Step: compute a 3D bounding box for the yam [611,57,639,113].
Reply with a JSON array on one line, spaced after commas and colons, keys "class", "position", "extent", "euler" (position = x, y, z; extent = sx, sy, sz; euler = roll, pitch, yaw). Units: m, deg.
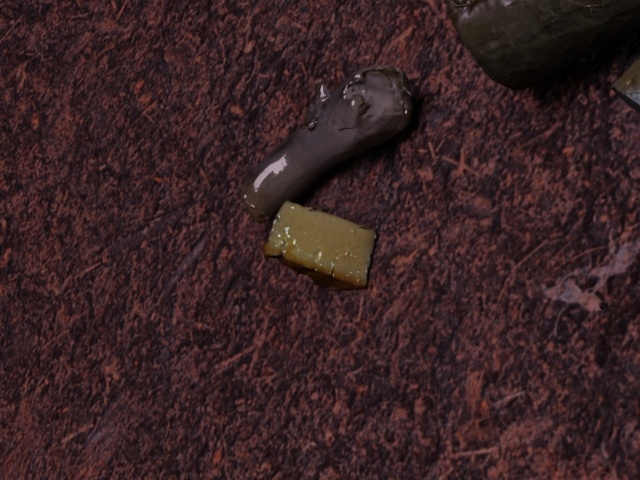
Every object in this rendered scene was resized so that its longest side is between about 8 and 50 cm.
[{"class": "yam", "position": [0.384, -0.178, 1.568], "extent": [0.194, 0.107, 0.107], "euler": [-43, 46, 22]}]

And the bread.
[{"class": "bread", "position": [0.000, 0.000, 1.857], "extent": [0.080, 0.109, 0.084], "euler": [-2, 64, 47]}]

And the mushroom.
[{"class": "mushroom", "position": [0.006, -0.116, 1.924], "extent": [0.278, 0.099, 0.096], "euler": [-37, 35, 31]}]

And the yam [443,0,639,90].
[{"class": "yam", "position": [0.266, -0.273, 1.689], "extent": [0.268, 0.161, 0.161], "euler": [-27, 53, 33]}]
